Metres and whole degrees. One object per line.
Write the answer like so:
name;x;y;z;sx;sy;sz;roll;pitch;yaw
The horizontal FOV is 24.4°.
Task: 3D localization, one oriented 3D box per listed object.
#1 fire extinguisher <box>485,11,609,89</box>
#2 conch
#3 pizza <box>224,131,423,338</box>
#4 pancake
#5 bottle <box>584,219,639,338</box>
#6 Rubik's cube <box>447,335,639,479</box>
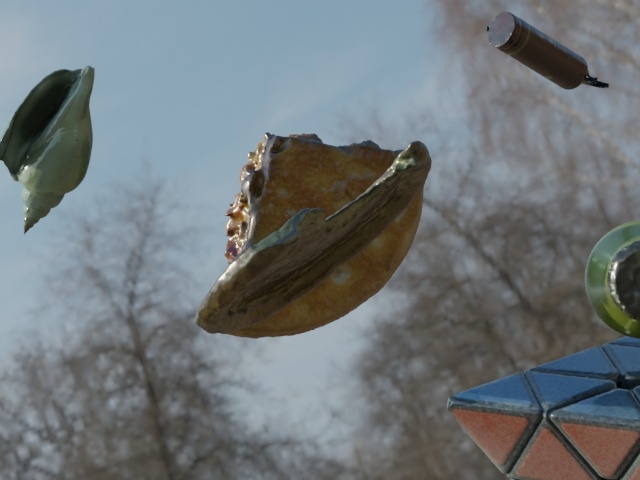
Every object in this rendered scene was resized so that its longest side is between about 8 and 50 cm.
fire extinguisher;0.254;-0.207;1.666;0.158;0.043;0.064;24;-3;-37
conch;-0.258;-0.085;1.380;0.088;0.065;0.180;13;-69;-18
pizza;-0.015;-0.021;2.094;0.409;0.278;0.114;-47;8;-25
pancake;0.000;0.000;1.490;0.286;0.033;0.288;-42;-11;18
bottle;0.301;0.036;1.372;0.112;0.112;0.260;-23;-5;10
Rubik's cube;0.303;0.202;1.450;0.229;0.233;0.228;-38;-30;8
